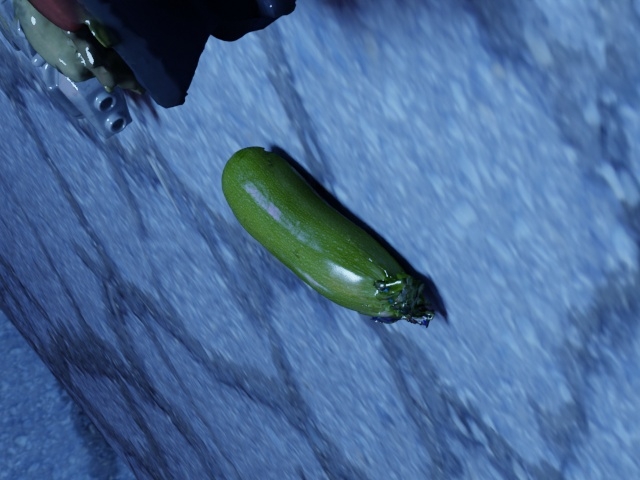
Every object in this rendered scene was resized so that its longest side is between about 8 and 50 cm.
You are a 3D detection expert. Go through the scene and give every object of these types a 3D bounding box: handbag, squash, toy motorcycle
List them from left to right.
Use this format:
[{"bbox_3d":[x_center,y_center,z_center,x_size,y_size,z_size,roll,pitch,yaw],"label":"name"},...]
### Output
[{"bbox_3d":[-0.142,-0.209,0.759,0.329,0.122,0.303,54,-178,-19],"label":"handbag"},{"bbox_3d":[-0.176,-0.149,1.205,0.122,0.080,0.215,48,168,34],"label":"toy motorcycle"},{"bbox_3d":[0.000,0.000,1.037,0.183,0.052,0.052,39,158,36],"label":"squash"}]
